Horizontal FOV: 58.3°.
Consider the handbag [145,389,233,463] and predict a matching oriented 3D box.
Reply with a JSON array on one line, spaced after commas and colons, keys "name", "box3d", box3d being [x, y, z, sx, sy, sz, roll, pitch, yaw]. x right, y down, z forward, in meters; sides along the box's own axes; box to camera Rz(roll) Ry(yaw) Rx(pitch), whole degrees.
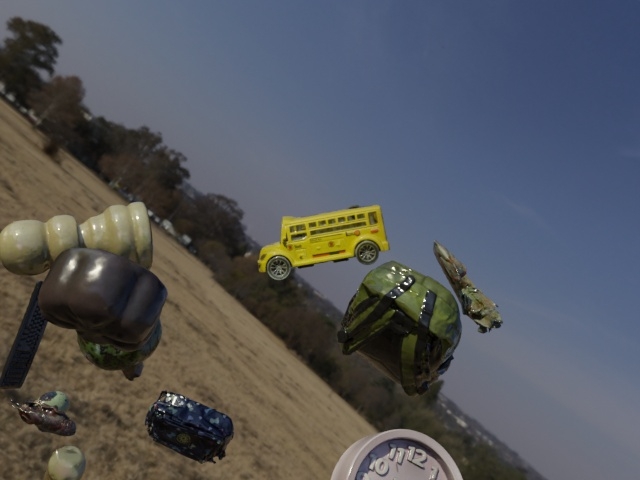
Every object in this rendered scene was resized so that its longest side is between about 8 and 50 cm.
[{"name": "handbag", "box3d": [-0.381, 0.546, 1.657, 0.260, 0.162, 0.113, 25, 36, -2]}]

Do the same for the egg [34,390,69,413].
[{"name": "egg", "box3d": [-0.823, 0.504, 1.760, 0.085, 0.085, 0.110, 34, 2, 31]}]

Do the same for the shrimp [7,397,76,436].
[{"name": "shrimp", "box3d": [-0.739, 0.467, 1.527, 0.190, 0.075, 0.073, 26, -12, -13]}]

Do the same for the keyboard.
[{"name": "keyboard", "box3d": [-0.668, 0.218, 1.323, 0.017, 0.251, 0.087, 13, -12, 12]}]

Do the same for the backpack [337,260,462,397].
[{"name": "backpack", "box3d": [0.134, 0.148, 0.972, 0.207, 0.140, 0.253, 31, -31, 15]}]

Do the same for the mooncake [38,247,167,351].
[{"name": "mooncake", "box3d": [-0.426, 0.119, 1.127, 0.244, 0.133, 0.245, 13, -28, 7]}]

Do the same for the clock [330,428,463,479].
[{"name": "clock", "box3d": [0.113, 0.379, 0.832, 0.197, 0.197, 0.068, 39, -32, 0]}]

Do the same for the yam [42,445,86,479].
[{"name": "yam", "box3d": [-0.536, 0.495, 1.192, 0.081, 0.081, 0.357, 39, -39, -1]}]

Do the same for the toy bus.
[{"name": "toy bus", "box3d": [0.000, 0.000, 1.449, 0.144, 0.329, 0.152, -92, 172, -85]}]

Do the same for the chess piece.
[{"name": "chess piece", "box3d": [-0.531, 0.005, 1.247, 0.299, 0.167, 0.167, -6, 14, -27]}]

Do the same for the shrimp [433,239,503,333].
[{"name": "shrimp", "box3d": [0.374, 0.117, 1.492, 0.247, 0.085, 0.360, 54, 8, -26]}]

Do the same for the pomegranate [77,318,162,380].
[{"name": "pomegranate", "box3d": [-0.609, 0.295, 1.751, 0.254, 0.254, 0.271, 20, -54, 65]}]
